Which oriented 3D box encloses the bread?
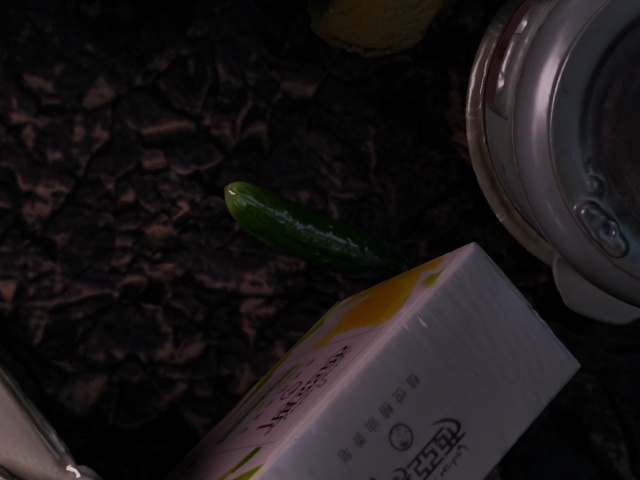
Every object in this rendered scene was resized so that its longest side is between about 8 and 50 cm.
[{"bbox_3d":[0.052,-0.216,1.117,0.103,0.110,0.156,13,73,-18],"label":"bread"}]

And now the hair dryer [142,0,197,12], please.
[{"bbox_3d":[0.027,-0.277,1.076,0.320,0.284,0.155,-10,117,1],"label":"hair dryer"}]

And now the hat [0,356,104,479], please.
[{"bbox_3d":[-0.245,0.169,0.884,0.258,0.168,0.301,-32,70,-11],"label":"hat"}]

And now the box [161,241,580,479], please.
[{"bbox_3d":[0.005,0.135,0.964,0.260,0.194,0.111,-42,97,-29],"label":"box"}]

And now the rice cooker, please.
[{"bbox_3d":[0.238,-0.085,1.080,0.264,0.316,0.316,16,71,-2],"label":"rice cooker"}]

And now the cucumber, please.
[{"bbox_3d":[0.000,0.000,1.082,0.155,0.037,0.037,23,70,-18],"label":"cucumber"}]
